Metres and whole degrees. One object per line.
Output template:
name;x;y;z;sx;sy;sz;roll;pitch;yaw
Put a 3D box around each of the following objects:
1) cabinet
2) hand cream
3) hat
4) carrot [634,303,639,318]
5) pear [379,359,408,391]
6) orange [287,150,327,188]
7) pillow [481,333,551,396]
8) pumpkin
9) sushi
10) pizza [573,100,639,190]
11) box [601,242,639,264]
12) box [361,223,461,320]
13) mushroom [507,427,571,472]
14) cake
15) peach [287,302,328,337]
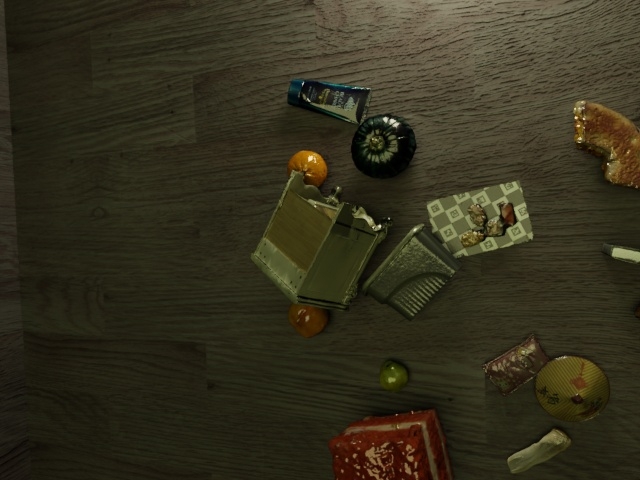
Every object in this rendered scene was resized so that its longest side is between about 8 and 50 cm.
cabinet;0.000;0.000;1.497;0.290;0.228;0.317;37;106;46
hand cream;0.027;-0.458;1.612;0.271;0.061;0.120;16;93;14
hat;0.684;0.416;1.334;0.193;0.082;0.192;2;99;15
carrot;0.903;0.108;1.239;0.102;0.102;0.263;32;103;19
pear;0.223;0.422;1.543;0.092;0.092;0.097;-38;79;20
orange;-0.046;-0.227;1.613;0.136;0.117;0.135;-1;86;19
pillow;0.566;0.358;1.419;0.185;0.043;0.118;-38;86;22
pumpkin;0.188;-0.285;1.499;0.202;0.140;0.201;0;90;21
sushi;0.459;-0.053;1.445;0.280;0.043;0.192;-13;87;23
pizza;0.760;-0.239;1.288;0.161;0.085;0.305;-35;80;-2
box;0.779;0.035;1.241;0.115;0.177;0.035;14;98;23
box;0.271;0.105;1.478;0.178;0.138;0.274;42;112;11
mushroom;0.617;0.600;1.407;0.202;0.054;0.059;-47;69;23
cake;0.215;0.649;1.431;0.270;0.320;0.269;-15;81;25
peach;-0.042;0.246;1.625;0.138;0.138;0.138;1;93;23
